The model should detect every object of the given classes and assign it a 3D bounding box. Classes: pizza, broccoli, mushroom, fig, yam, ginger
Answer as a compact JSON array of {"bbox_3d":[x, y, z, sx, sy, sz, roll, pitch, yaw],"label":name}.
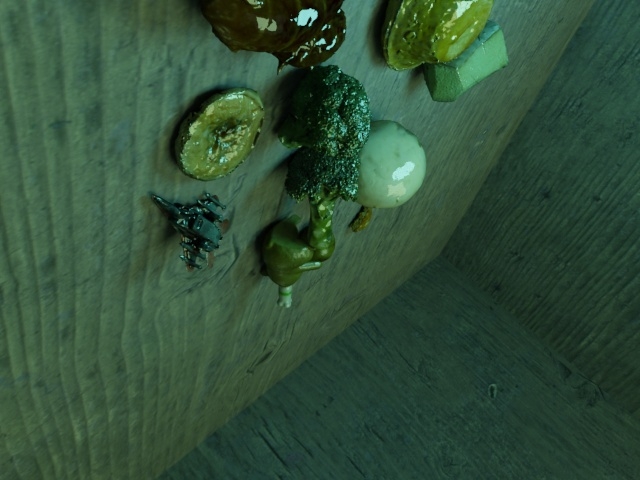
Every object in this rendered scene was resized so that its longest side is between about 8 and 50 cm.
[{"bbox_3d":[0.176,-0.087,2.621,0.131,0.041,0.178,-48,161,-8],"label":"pizza"},{"bbox_3d":[0.000,-0.118,1.861,0.252,0.221,0.361,-86,-179,-65],"label":"broccoli"},{"bbox_3d":[0.194,-0.240,2.079,0.314,0.314,0.336,-43,-179,-14],"label":"mushroom"},{"bbox_3d":[0.013,-0.320,1.585,0.270,0.269,0.270,-21,177,34],"label":"broccoli"},{"bbox_3d":[0.001,0.014,2.292,0.186,0.142,0.148,-2,160,-47],"label":"fig"},{"bbox_3d":[0.473,-0.601,2.038,0.271,0.201,0.202,-47,134,-23],"label":"yam"},{"bbox_3d":[-0.078,-0.441,1.217,0.418,0.176,0.254,-34,151,-48],"label":"ginger"}]

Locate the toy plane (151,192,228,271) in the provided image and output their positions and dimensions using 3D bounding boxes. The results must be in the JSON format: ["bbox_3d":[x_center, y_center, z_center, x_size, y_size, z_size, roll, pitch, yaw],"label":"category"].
[{"bbox_3d":[-0.329,-0.044,1.545,0.326,0.104,0.222,57,49,-67],"label":"toy plane"}]

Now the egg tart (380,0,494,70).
[{"bbox_3d":[0.355,-0.652,1.717,0.443,0.178,0.443,-40,160,-18],"label":"egg tart"}]

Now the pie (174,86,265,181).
[{"bbox_3d":[-0.234,-0.248,1.429,0.274,0.055,0.274,-42,160,-19],"label":"pie"}]

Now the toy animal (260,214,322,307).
[{"bbox_3d":[-0.114,0.073,2.131,0.180,0.181,0.363,-31,155,-19],"label":"toy animal"}]
